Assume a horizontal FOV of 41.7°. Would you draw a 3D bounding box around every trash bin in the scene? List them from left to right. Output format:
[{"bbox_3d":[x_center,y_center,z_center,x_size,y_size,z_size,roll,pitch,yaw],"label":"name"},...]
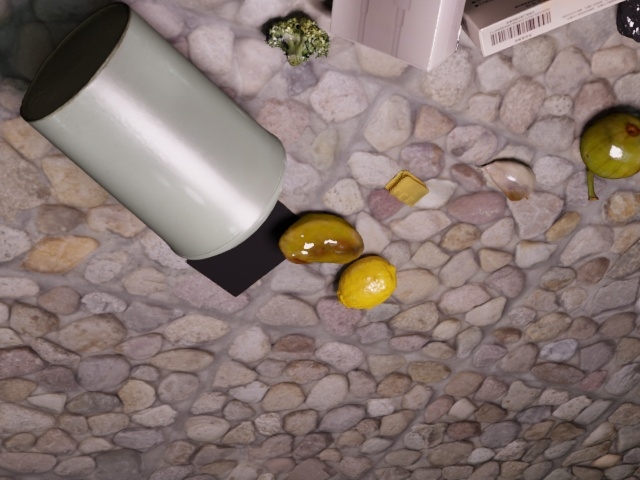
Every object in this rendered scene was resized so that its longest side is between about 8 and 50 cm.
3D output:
[{"bbox_3d":[-0.260,-0.165,1.437,0.280,0.280,0.432,-36,129,14],"label":"trash bin"}]

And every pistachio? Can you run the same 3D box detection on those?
[{"bbox_3d":[-0.002,-0.003,1.785,0.189,0.100,0.110,-1,96,-17],"label":"pistachio"}]

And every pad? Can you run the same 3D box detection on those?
[{"bbox_3d":[-0.147,0.016,1.816,0.245,0.006,0.170,-37,132,15],"label":"pad"}]

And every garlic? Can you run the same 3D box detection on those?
[{"bbox_3d":[0.418,-0.133,1.827,0.084,0.066,0.152,-39,133,20],"label":"garlic"}]

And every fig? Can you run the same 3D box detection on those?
[{"bbox_3d":[0.630,-0.192,1.812,0.142,0.148,0.186,-31,174,-8],"label":"fig"}]

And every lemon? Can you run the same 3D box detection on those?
[{"bbox_3d":[0.103,0.098,1.901,0.155,0.114,0.114,-31,133,17],"label":"lemon"}]

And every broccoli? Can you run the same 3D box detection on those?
[{"bbox_3d":[-0.041,-0.347,1.468,0.095,0.092,0.097,-24,128,40],"label":"broccoli"}]

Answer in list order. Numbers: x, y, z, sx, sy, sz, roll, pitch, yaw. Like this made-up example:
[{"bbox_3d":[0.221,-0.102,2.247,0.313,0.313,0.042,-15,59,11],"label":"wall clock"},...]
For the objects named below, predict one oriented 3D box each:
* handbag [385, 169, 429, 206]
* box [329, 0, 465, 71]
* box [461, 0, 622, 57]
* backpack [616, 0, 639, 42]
[{"bbox_3d":[0.187,-0.109,1.800,0.083,0.027,0.061,30,116,-37],"label":"handbag"},{"bbox_3d":[0.133,-0.429,1.365,0.106,0.203,0.251,-38,147,-42],"label":"box"},{"bbox_3d":[0.398,-0.449,1.433,0.353,0.214,0.069,-21,133,1],"label":"box"},{"bbox_3d":[0.624,-0.452,1.580,0.120,0.105,0.165,-19,131,-7],"label":"backpack"}]
